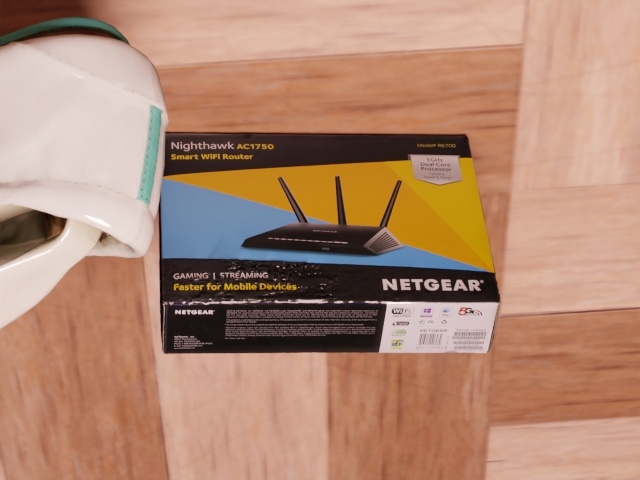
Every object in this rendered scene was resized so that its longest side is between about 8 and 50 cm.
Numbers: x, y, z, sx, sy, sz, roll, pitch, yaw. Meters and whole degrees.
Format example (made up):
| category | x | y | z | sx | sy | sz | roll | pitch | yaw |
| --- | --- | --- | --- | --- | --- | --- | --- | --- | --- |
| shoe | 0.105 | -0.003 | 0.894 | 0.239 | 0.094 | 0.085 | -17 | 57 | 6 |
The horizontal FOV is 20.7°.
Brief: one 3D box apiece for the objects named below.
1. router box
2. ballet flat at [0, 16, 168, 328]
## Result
| category | x | y | z | sx | sy | sz | roll | pitch | yaw |
| --- | --- | --- | --- | --- | --- | --- | --- | --- | --- |
| router box | 0.000 | 0.000 | 0.963 | 0.179 | 0.133 | 0.046 | 0 | 135 | -7 |
| ballet flat | -0.255 | 0.014 | 0.872 | 0.400 | 0.139 | 0.139 | -20 | 134 | 16 |
